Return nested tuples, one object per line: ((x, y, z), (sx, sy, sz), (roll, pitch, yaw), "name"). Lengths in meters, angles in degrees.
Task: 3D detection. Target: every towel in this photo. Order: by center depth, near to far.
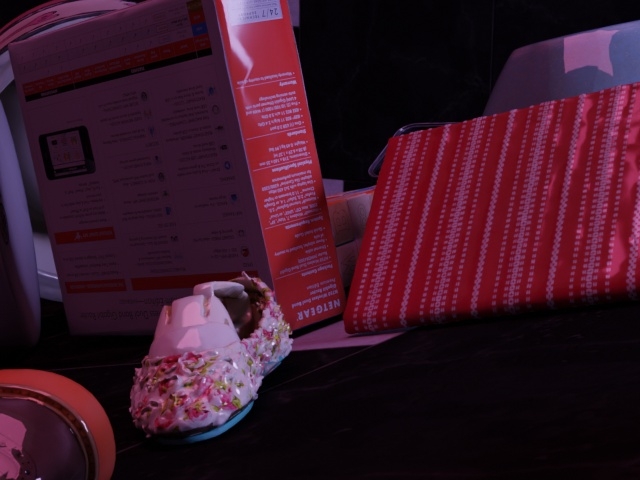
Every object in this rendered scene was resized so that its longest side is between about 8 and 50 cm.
((0.154, -0.024, 1.021), (0.275, 0.031, 0.199), (-10, 48, 33), "towel")

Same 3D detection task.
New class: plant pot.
((0.253, -0.085, 1.177), (0.290, 0.195, 0.290), (-12, 4, 1), "plant pot")

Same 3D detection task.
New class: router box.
((-0.144, -0.065, 1.251), (0.082, 0.301, 0.335), (-17, 9, -42), "router box")

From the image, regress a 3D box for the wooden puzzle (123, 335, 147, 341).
((-0.172, 0.089, 1.340), (0.049, 0.006, 0.083), (-13, 5, -11), "wooden puzzle")

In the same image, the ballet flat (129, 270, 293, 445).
((-0.074, 0.068, 0.876), (0.091, 0.077, 0.241), (-11, 5, 7), "ballet flat")

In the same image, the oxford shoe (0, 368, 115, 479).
((-0.239, 0.115, 0.639), (0.271, 0.097, 0.098), (-11, 10, 17), "oxford shoe")

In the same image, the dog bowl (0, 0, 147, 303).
((-0.276, -0.125, 1.686), (0.408, 0.408, 0.150), (-13, 36, -13), "dog bowl")

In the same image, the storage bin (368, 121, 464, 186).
((0.164, -0.077, 1.636), (0.180, 0.084, 0.122), (1, 37, 32), "storage bin")

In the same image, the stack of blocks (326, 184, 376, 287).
((0.000, 0.000, 1.486), (0.171, 0.087, 0.297), (-10, 5, 34), "stack of blocks")

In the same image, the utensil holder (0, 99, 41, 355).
((-0.513, 0.003, 1.409), (0.385, 0.328, 0.327), (-10, 4, -5), "utensil holder")
